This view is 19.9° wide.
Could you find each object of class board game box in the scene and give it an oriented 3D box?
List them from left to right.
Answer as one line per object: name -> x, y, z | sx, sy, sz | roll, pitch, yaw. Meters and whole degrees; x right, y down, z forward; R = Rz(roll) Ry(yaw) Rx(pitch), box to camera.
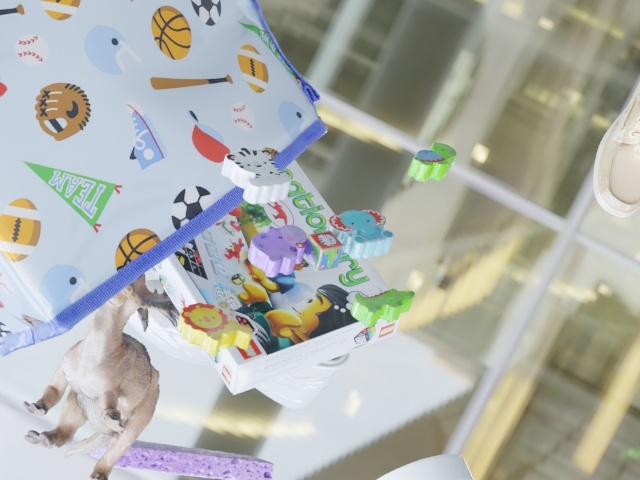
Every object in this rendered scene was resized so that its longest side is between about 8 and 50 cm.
board game box -> -0.077, 0.005, 1.882 | 0.193, 0.053, 0.305 | -19, -125, -27

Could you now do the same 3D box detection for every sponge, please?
sponge -> -0.173, 0.273, 2.265 | 0.210, 0.031, 0.117 | 10, 176, -20

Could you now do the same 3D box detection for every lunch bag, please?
lunch bag -> -0.215, -0.131, 1.694 | 0.328, 0.385, 0.239 | 56, 154, -9

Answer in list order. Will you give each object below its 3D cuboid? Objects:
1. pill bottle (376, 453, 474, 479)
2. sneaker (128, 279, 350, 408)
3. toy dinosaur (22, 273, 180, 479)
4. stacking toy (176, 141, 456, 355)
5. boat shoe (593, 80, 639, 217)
pill bottle -> 0.138, 0.355, 1.795 | 0.152, 0.152, 0.272 | 11, -128, -53
sneaker -> -0.102, 0.105, 2.387 | 0.293, 0.108, 0.169 | 25, 147, -11
toy dinosaur -> -0.217, 0.146, 1.986 | 0.127, 0.295, 0.200 | 25, -125, 12
stacking toy -> 0.000, 0.000, 1.471 | 0.221, 0.167, 0.052 | -9, -139, -33
boat shoe -> 0.295, -0.101, 1.633 | 0.063, 0.170, 0.059 | 27, 161, -4
